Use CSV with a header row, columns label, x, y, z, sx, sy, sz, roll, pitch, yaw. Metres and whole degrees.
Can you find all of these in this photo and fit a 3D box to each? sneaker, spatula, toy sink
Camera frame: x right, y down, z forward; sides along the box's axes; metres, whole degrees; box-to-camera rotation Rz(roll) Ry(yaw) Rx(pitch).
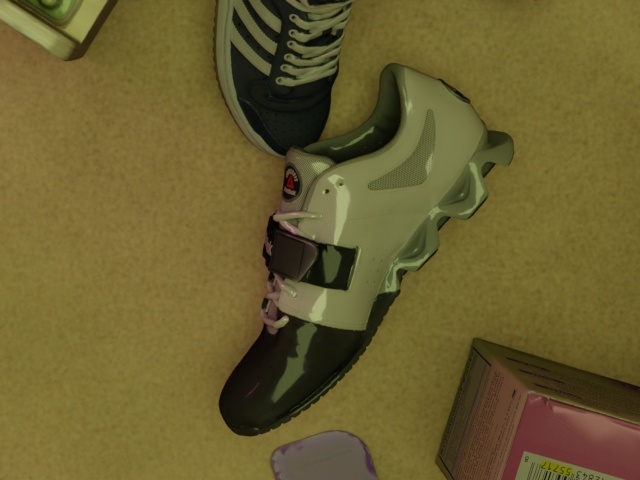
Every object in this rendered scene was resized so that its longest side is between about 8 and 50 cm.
label,x,y,z,sx,sy,sz,roll,pitch,yaw
sneaker,-0.003,-0.171,1.375,0.099,0.153,0.282,-26,127,-31
spatula,0.041,0.307,1.535,0.084,0.030,0.296,-19,97,-4
sneaker,0.000,0.000,1.442,0.146,0.122,0.330,40,83,-25
toy sink,-0.216,-0.232,1.353,0.153,0.234,0.131,32,93,-6

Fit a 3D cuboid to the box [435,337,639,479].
label,x,y,z,sx,sy,sz,roll,pitch,yaw
box,0.223,0.180,1.428,0.214,0.243,0.117,17,95,-7
